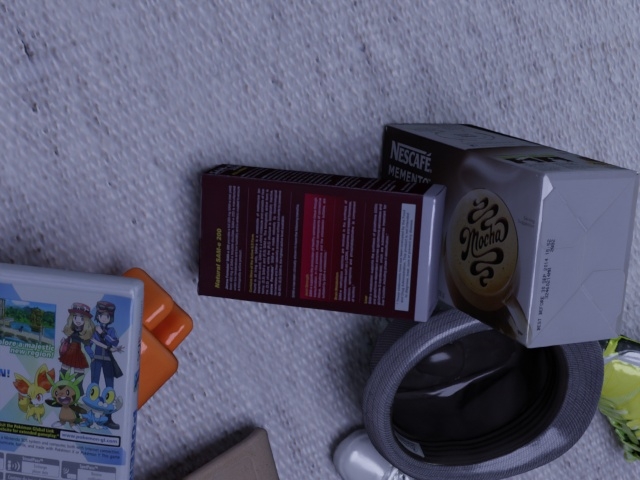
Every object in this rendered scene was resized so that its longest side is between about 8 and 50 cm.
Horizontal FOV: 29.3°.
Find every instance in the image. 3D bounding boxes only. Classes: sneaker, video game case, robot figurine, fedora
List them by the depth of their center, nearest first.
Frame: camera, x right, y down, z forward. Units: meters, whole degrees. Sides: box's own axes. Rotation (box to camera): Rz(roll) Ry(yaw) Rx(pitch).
[{"bbox_3d":[-0.331,0.163,1.124,0.329,0.036,0.300,7,103,6],"label":"video game case"},{"bbox_3d":[-0.230,0.128,1.202,0.128,0.158,0.219,44,82,1],"label":"robot figurine"},{"bbox_3d":[0.167,0.150,1.382,0.275,0.124,0.244,-9,120,-13],"label":"fedora"},{"bbox_3d":[0.110,0.292,1.426,0.212,0.094,0.080,36,89,-28],"label":"sneaker"},{"bbox_3d":[0.424,0.218,1.528,0.384,0.145,0.147,27,91,-27],"label":"sneaker"}]

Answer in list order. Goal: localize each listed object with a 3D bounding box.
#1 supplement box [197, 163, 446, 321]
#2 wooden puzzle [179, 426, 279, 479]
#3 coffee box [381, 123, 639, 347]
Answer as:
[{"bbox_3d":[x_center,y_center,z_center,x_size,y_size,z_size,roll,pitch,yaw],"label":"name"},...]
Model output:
[{"bbox_3d":[0.000,0.000,1.233,0.239,0.073,0.130,7,104,13],"label":"supplement box"},{"bbox_3d":[-0.156,0.410,1.312,0.348,0.080,0.322,-31,117,-39],"label":"wooden puzzle"},{"bbox_3d":[0.179,-0.018,1.258,0.119,0.297,0.168,-3,106,-26],"label":"coffee box"}]
